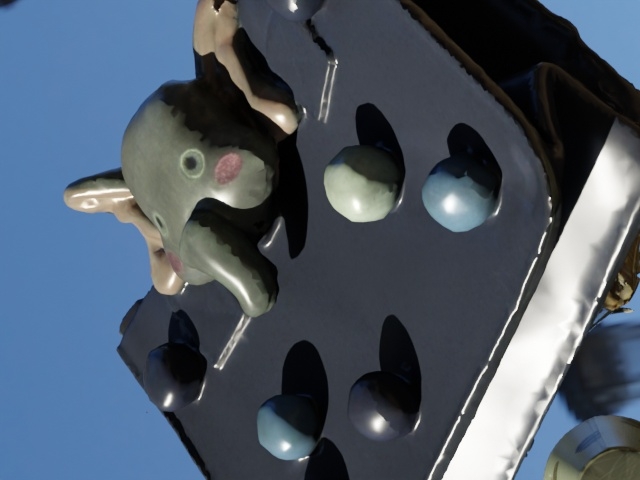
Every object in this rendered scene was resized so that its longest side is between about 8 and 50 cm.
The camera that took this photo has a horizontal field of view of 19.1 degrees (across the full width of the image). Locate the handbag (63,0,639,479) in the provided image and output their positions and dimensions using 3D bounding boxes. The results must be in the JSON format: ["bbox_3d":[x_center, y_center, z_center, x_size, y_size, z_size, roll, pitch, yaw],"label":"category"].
[{"bbox_3d":[0.000,0.000,0.927,0.118,0.326,0.269,-16,-130,-39],"label":"handbag"}]

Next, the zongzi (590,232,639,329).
[{"bbox_3d":[0.130,-0.047,1.293,0.194,0.099,0.197,24,-128,-15],"label":"zongzi"}]

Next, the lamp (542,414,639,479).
[{"bbox_3d":[0.250,0.210,1.644,0.215,0.121,0.121,82,175,-88],"label":"lamp"}]
